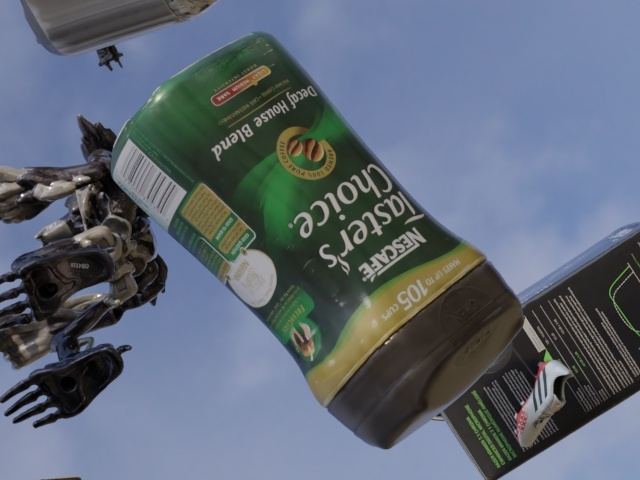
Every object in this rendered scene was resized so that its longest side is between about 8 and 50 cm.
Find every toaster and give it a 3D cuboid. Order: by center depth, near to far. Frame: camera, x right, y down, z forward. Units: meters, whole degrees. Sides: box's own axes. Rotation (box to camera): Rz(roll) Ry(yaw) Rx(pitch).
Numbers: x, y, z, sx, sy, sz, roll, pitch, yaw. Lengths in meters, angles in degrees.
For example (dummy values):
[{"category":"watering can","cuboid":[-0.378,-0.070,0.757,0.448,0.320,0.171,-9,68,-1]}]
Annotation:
[{"category":"toaster","cuboid":[-0.155,-0.234,1.239,0.129,0.146,0.227,-51,-55,-52]}]

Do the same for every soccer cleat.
[{"category":"soccer cleat","cuboid":[0.199,0.147,1.484,0.029,0.036,0.083,18,-86,-44]}]

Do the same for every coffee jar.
[{"category":"coffee jar","cuboid":[0.000,0.000,0.739,0.096,0.184,0.079,-36,-11,-39]}]

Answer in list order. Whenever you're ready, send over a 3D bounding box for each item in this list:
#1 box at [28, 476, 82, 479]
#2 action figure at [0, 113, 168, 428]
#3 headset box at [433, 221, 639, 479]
[{"category":"box","cuboid":[-0.239,0.191,0.879,0.201,0.021,0.164,-42,-25,26]},{"category":"action figure","cuboid":[-0.184,0.013,1.186,0.275,0.141,0.164,-89,-14,-69]},{"category":"headset box","cuboid":[0.226,0.113,1.653,0.283,0.131,0.246,-33,-3,2]}]
